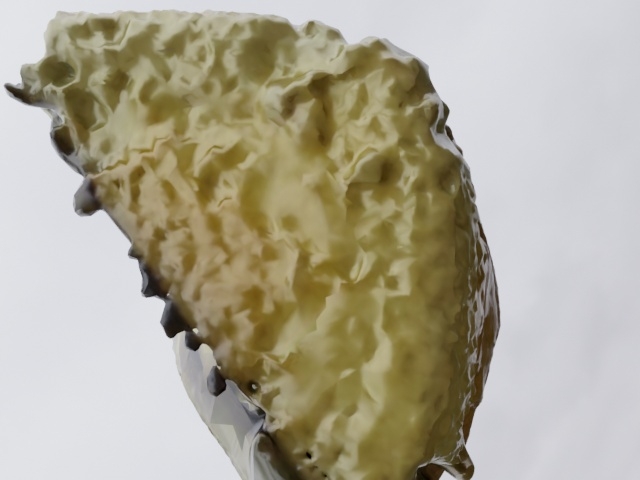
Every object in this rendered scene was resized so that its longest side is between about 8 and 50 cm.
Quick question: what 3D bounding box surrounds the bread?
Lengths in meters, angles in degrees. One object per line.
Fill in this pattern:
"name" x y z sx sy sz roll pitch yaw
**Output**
"bread" 0.000 0.000 0.430 0.163 0.262 0.204 -36 -13 4
